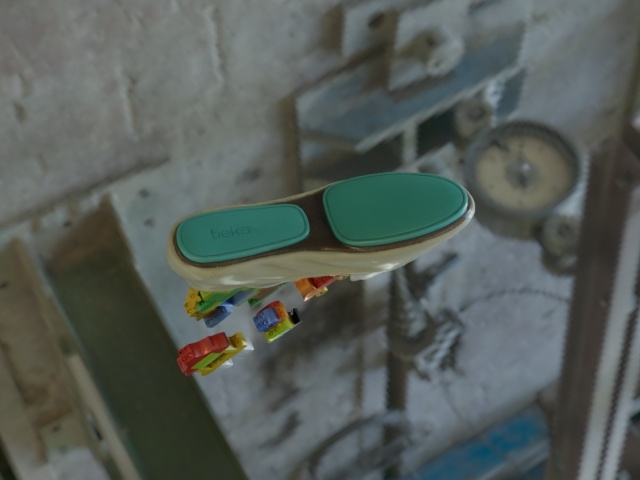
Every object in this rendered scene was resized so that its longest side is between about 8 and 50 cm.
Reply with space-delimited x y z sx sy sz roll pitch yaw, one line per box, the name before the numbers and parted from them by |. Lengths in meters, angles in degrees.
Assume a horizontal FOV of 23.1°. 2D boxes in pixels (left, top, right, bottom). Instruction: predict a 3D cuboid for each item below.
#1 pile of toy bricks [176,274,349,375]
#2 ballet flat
pile of toy bricks | -0.079 0.042 1.532 0.212 0.118 0.105 -37 156 27
ballet flat | 0.000 0.000 1.262 0.248 0.086 0.086 -7 148 -3
